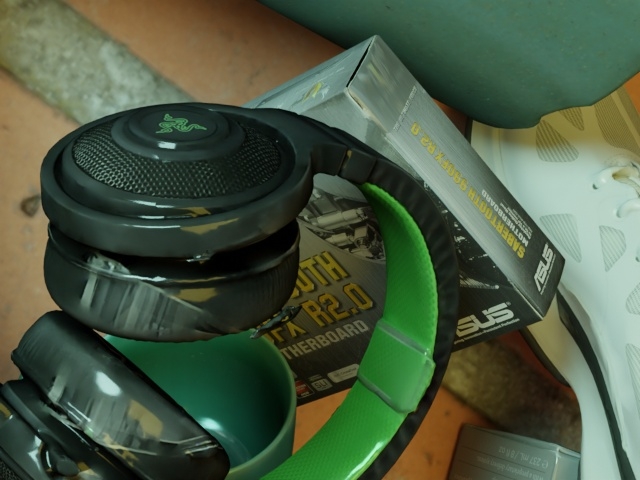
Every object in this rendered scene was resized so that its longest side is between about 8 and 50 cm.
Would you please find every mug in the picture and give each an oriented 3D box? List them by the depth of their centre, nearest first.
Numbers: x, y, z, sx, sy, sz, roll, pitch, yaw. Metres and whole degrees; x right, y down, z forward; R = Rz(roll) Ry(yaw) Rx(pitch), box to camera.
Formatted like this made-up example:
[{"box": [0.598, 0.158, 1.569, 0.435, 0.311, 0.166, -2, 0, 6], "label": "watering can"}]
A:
[{"box": [-0.091, 0.114, 1.081, 0.129, 0.157, 0.097, -35, 148, -32], "label": "mug"}]

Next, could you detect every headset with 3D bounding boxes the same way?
[{"box": [-0.079, 0.057, 0.849, 0.394, 0.185, 0.243, 10, 107, -39], "label": "headset"}]

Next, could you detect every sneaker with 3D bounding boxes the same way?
[{"box": [0.253, 0.028, 1.084, 0.169, 0.257, 0.448, 2, 63, -36], "label": "sneaker"}]

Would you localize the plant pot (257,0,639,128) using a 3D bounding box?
[{"box": [0.048, -0.250, 1.023, 0.334, 0.341, 0.341, 30, 80, -33], "label": "plant pot"}]

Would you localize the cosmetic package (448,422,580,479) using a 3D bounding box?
[{"box": [0.133, 0.254, 1.190, 0.107, 0.127, 0.238, 20, 83, -27], "label": "cosmetic package"}]

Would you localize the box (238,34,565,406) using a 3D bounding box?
[{"box": [0.000, 0.000, 1.053, 0.183, 0.231, 0.056, 48, 44, -22], "label": "box"}]
